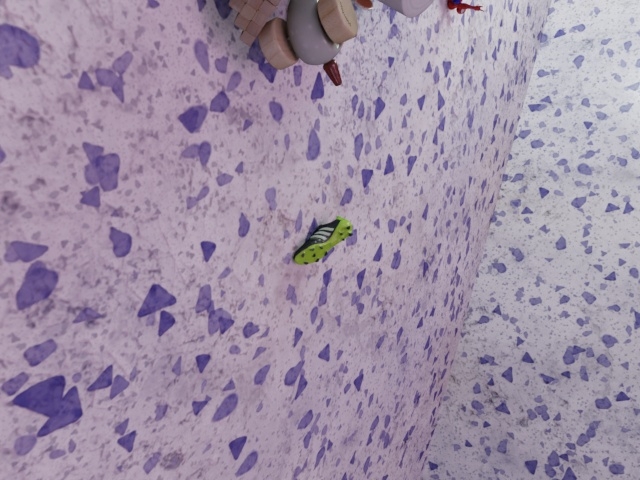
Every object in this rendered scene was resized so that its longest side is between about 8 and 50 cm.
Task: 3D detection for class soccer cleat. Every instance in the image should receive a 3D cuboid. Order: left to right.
[{"bbox_3d":[0.000,0.000,1.187,0.178,0.072,0.060,-33,133,-19],"label":"soccer cleat"}]

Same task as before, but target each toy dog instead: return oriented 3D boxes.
[{"bbox_3d":[0.014,-0.422,0.887,0.161,0.220,0.334,50,58,-45],"label":"toy dog"}]

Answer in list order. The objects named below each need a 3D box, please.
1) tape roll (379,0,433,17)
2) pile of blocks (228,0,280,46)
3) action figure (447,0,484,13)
[{"bbox_3d":[0.185,-0.640,1.026,0.246,0.169,0.246,-46,162,-19],"label":"tape roll"},{"bbox_3d":[-0.095,-0.510,0.804,0.112,0.149,0.363,28,69,-25],"label":"pile of blocks"},{"bbox_3d":[0.448,-0.819,1.481,0.280,0.139,0.092,42,69,-58],"label":"action figure"}]
